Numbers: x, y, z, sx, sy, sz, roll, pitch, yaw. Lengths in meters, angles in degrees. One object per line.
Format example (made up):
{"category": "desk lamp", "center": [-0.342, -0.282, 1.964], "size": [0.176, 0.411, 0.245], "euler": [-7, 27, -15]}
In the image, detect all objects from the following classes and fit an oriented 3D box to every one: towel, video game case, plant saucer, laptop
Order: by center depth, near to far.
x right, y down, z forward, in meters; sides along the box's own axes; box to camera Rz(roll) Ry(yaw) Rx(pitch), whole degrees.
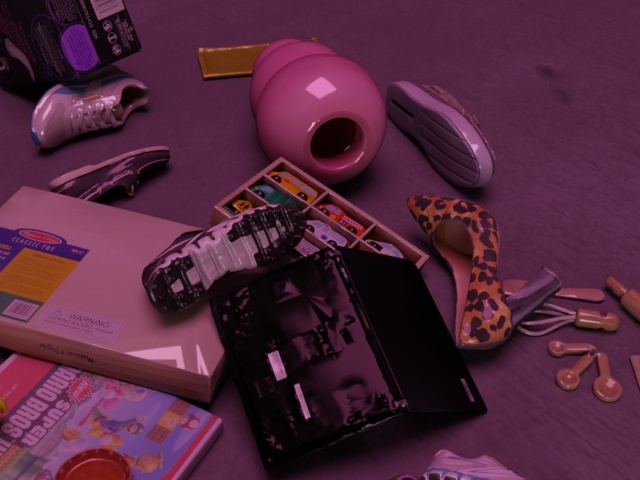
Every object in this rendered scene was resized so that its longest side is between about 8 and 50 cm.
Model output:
{"category": "plant saucer", "center": [-0.246, 0.263, 0.945], "size": [0.083, 0.013, 0.083], "euler": [2, 41, -2]}
{"category": "video game case", "center": [-0.287, 0.228, 1.014], "size": [0.285, 0.025, 0.204], "euler": [21, 44, 20]}
{"category": "laptop", "center": [0.033, 0.140, 1.072], "size": [0.264, 0.136, 0.234], "euler": [-24, 59, 0]}
{"category": "towel", "center": [-0.114, -0.353, 1.685], "size": [0.237, 0.021, 0.102], "euler": [-7, 41, -10]}

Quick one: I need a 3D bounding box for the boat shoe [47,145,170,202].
{"category": "boat shoe", "center": [-0.320, -0.093, 1.368], "size": [0.206, 0.075, 0.065], "euler": [-24, 90, -34]}

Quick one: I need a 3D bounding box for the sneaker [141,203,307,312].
{"category": "sneaker", "center": [-0.130, 0.010, 1.117], "size": [0.234, 0.078, 0.106], "euler": [-29, 22, -23]}

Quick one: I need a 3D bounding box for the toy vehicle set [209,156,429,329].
{"category": "toy vehicle set", "center": [0.000, 0.000, 1.217], "size": [0.267, 0.035, 0.166], "euler": [34, 44, 12]}

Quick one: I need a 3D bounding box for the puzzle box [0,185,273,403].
{"category": "puzzle box", "center": [-0.286, 0.057, 1.165], "size": [0.409, 0.052, 0.272], "euler": [14, 38, 11]}

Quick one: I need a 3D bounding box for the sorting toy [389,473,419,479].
{"category": "sorting toy", "center": [0.075, 0.280, 0.957], "size": [0.102, 0.042, 0.061], "euler": [-12, 43, -16]}

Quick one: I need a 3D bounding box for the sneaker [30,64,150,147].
{"category": "sneaker", "center": [-0.390, -0.225, 1.479], "size": [0.092, 0.087, 0.229], "euler": [26, 48, 23]}

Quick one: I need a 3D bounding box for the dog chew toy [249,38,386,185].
{"category": "dog chew toy", "center": [-0.024, -0.229, 1.427], "size": [0.207, 0.206, 0.332], "euler": [-11, 34, -15]}

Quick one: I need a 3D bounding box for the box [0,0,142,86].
{"category": "box", "center": [-0.464, -0.370, 1.509], "size": [0.270, 0.165, 0.143], "euler": [6, 32, 42]}

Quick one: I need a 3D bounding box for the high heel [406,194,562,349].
{"category": "high heel", "center": [0.172, 0.034, 1.183], "size": [0.186, 0.093, 0.261], "euler": [-32, 55, -32]}

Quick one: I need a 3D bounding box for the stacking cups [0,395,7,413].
{"category": "stacking cups", "center": [-0.477, 0.262, 0.908], "size": [0.096, 0.096, 0.316], "euler": [27, 58, 25]}

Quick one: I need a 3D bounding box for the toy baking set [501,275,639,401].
{"category": "toy baking set", "center": [0.366, 0.113, 1.169], "size": [0.197, 0.030, 0.256], "euler": [-15, 44, -19]}

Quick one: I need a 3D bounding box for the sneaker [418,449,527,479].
{"category": "sneaker", "center": [0.205, 0.274, 0.954], "size": [0.191, 0.071, 0.083], "euler": [20, 28, 10]}

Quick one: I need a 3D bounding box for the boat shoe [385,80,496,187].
{"category": "boat shoe", "center": [0.214, -0.193, 1.456], "size": [0.094, 0.109, 0.302], "euler": [-13, 41, -20]}
